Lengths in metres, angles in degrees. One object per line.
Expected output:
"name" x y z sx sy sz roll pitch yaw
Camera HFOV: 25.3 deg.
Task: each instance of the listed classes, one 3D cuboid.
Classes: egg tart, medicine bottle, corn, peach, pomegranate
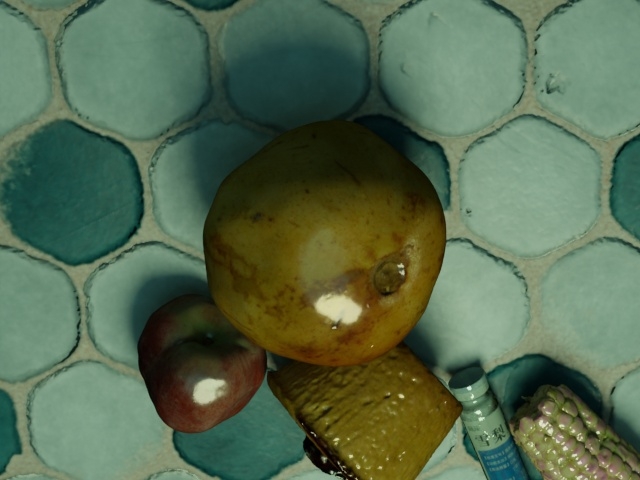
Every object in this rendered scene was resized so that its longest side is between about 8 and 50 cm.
"egg tart" 0.049 0.190 1.608 0.171 0.215 0.215 -44 106 -1
"medicine bottle" 0.207 0.243 1.705 0.051 0.051 0.191 -21 110 5
"corn" 0.352 0.305 1.699 0.126 0.126 0.335 -44 105 12
"peach" -0.144 0.150 1.615 0.152 0.152 0.152 -1 110 -2
"pomegranate" 0.000 0.000 1.510 0.264 0.264 0.264 -1 110 -2
